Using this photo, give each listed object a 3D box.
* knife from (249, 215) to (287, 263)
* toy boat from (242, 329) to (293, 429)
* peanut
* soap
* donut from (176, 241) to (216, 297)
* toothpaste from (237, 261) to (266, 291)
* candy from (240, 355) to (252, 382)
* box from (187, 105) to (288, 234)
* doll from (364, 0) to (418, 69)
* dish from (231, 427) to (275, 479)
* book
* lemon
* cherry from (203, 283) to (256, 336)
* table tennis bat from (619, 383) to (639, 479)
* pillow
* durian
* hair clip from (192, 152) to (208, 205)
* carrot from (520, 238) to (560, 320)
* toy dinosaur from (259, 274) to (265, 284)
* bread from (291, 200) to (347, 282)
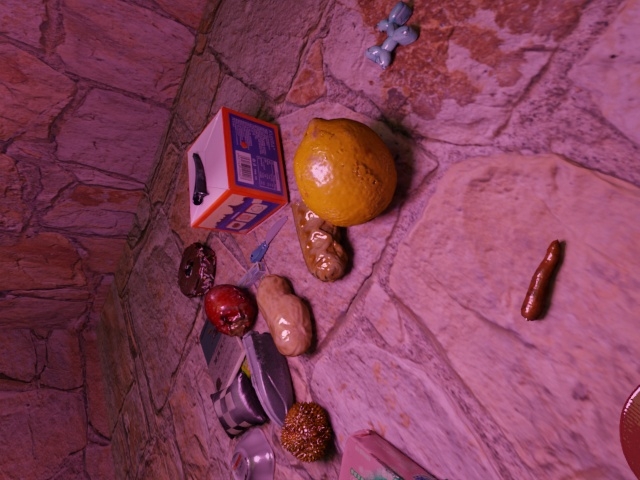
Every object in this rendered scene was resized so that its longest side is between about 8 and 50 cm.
[{"bbox_3d":[-0.195,-0.009,1.521,0.244,0.032,0.058,-53,38,22],"label":"knife"},{"bbox_3d":[-0.161,0.437,1.291,0.092,0.141,0.319,-40,53,23],"label":"toy boat"},{"bbox_3d":[-0.114,0.226,1.295,0.147,0.148,0.318,-58,39,24],"label":"peanut"},{"bbox_3d":[0.158,0.575,0.919,0.273,0.098,0.217,16,101,52],"label":"soap"},{"bbox_3d":[-0.572,0.138,1.877,0.270,0.103,0.269,-14,71,45],"label":"donut"},{"bbox_3d":[-0.269,0.144,1.566,0.164,0.034,0.046,-44,51,35],"label":"toothpaste"},{"bbox_3d":[-0.248,0.463,1.473,0.178,0.032,0.102,28,104,49],"label":"candy"},{"bbox_3d":[-0.318,-0.246,1.537,0.319,0.257,0.348,-33,59,43],"label":"box"},{"bbox_3d":[0.196,-0.568,1.148,0.159,0.059,0.159,-18,70,45],"label":"doll"},{"bbox_3d":[-0.247,0.760,1.371,0.230,0.081,0.229,-14,72,48],"label":"dish"},{"bbox_3d":[-0.408,0.423,1.653,0.379,0.031,0.264,46,118,49],"label":"book"},{"bbox_3d":[0.058,-0.177,1.051,0.258,0.310,0.257,-28,27,16],"label":"lemon"},{"bbox_3d":[-0.352,0.249,1.521,0.250,0.192,0.175,24,71,44],"label":"cherry"},{"bbox_3d":[0.561,0.251,0.554,0.200,0.038,0.310,47,118,44],"label":"table tennis bat"},{"bbox_3d":[-0.297,0.591,1.443,0.250,0.106,0.185,-41,71,37],"label":"pillow"},{"bbox_3d":[-0.042,0.536,1.145,0.168,0.137,0.158,-34,37,57],"label":"durian"},{"bbox_3d":[-0.436,-0.236,1.456,0.070,0.039,0.229,-40,50,38],"label":"hair clip"},{"bbox_3d":[0.418,0.076,0.766,0.036,0.036,0.164,21,96,50],"label":"carrot"},{"bbox_3d":[-0.201,0.149,1.497,0.083,0.021,0.062,-40,41,39],"label":"toy dinosaur"},{"bbox_3d":[0.000,0.000,1.208,0.152,0.130,0.267,95,162,-61],"label":"bread"}]
